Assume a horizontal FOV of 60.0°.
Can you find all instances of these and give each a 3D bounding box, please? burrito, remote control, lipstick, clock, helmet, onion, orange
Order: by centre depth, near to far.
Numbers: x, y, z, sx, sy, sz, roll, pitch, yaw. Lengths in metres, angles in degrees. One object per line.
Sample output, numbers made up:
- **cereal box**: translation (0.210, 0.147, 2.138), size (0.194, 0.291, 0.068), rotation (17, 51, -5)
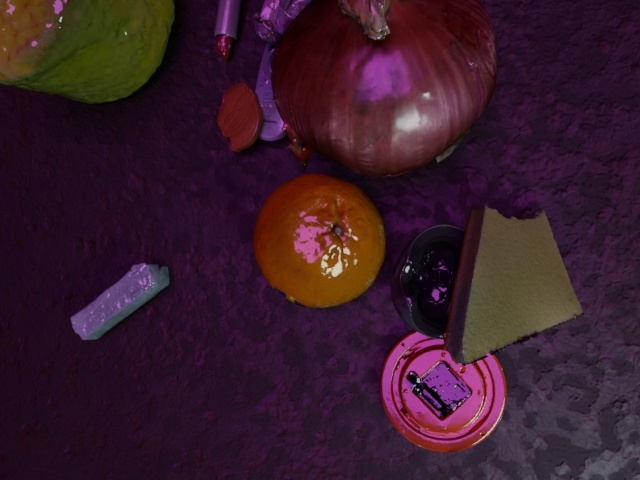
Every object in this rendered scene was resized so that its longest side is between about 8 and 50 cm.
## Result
- **onion**: translation (0.087, -0.248, 0.843), size (0.353, 0.353, 0.354), rotation (-1, 87, 12)
- **helmet**: translation (0.179, 0.071, 0.891), size (0.153, 0.107, 0.177), rotation (19, 72, -17)
- **orange**: translation (-0.002, 0.000, 0.900), size (0.219, 0.193, 0.220), rotation (-2, 70, 6)
- **clock**: translation (0.199, 0.242, 0.909), size (0.205, 0.051, 0.205), rotation (-1, 87, 11)
- **burrito**: translation (-0.030, -0.440, 0.953), size (0.144, 0.089, 0.229), rotation (18, 83, 56)
- **remote control**: translation (-0.063, -0.301, 1.000), size (0.097, 0.045, 0.256), rotation (13, 87, 20)
- **lipstick**: translation (-0.169, -0.427, 1.025), size (0.063, 0.057, 0.187), rotation (8, 91, 12)

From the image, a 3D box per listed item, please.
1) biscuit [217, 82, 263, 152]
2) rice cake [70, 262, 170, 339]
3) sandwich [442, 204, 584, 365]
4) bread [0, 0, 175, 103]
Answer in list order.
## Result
- **biscuit**: translation (-0.148, -0.224, 1.000), size (0.102, 0.019, 0.131), rotation (-39, 60, 29)
- **rice cake**: translation (-0.374, 0.112, 1.029), size (0.206, 0.069, 0.063), rotation (-36, 80, 6)
- **sandwich**: translation (0.264, 0.051, 0.845), size (0.244, 0.063, 0.212), rotation (-14, 82, -26)
- **bread**: translation (-0.457, -0.405, 0.941), size (0.347, 0.308, 0.349), rotation (4, 108, 12)
